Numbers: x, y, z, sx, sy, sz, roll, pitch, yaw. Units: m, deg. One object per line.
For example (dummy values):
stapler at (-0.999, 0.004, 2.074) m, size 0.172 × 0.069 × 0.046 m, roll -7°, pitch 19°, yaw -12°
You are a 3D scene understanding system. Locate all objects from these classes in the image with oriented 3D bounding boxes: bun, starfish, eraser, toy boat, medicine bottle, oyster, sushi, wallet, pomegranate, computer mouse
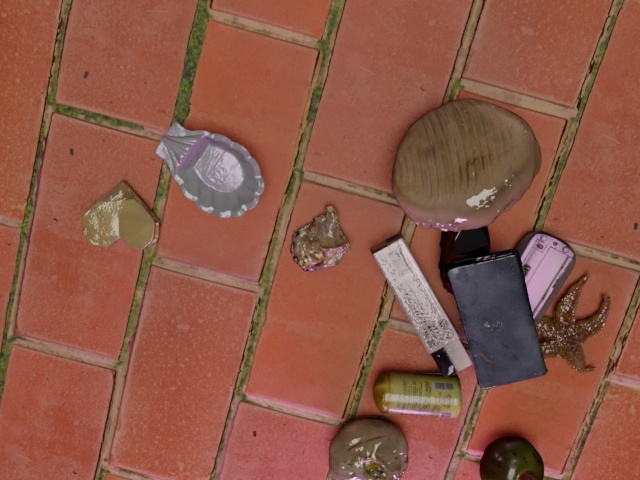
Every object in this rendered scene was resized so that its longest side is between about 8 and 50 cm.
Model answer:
bun at (0.138, 0.621, 1.904) m, size 0.239 × 0.141 × 0.239 m, roll -1°, pitch 103°, yaw -2°
starfish at (0.652, 0.246, 1.854) m, size 0.302 × 0.060 × 0.299 m, roll -8°, pitch 105°, yaw 3°
eraser at (0.274, 0.174, 1.824) m, size 0.098 × 0.096 × 0.404 m, roll -29°, pitch 102°, yaw 6°
toy boat at (-0.278, -0.187, 1.746) m, size 0.290 × 0.100 × 0.199 m, roll 37°, pitch 100°, yaw -8°
medicine bottle at (0.265, 0.426, 1.871) m, size 0.239 × 0.124 × 0.124 m, roll 4°, pitch 103°, yaw 1°
oyster at (0.000, 0.000, 1.798) m, size 0.163 × 0.081 × 0.191 m, roll 4°, pitch 99°, yaw 4°
sushi at (0.380, 0.034, 1.779) m, size 0.136 × 0.126 × 0.225 m, roll -1°, pitch 109°, yaw 0°
wallet at (0.459, 0.207, 1.751) m, size 0.191 × 0.046 × 0.379 m, roll -16°, pitch 110°, yaw 9°
bun at (0.349, -0.178, 1.664) m, size 0.362 × 0.234 × 0.326 m, roll -37°, pitch 67°, yaw 2°
pomegranate at (0.543, 0.645, 1.871) m, size 0.180 × 0.210 × 0.180 m, roll -4°, pitch 104°, yaw -14°
computer mouse at (0.553, 0.124, 1.809) m, size 0.158 × 0.072 × 0.310 m, roll 30°, pitch 102°, yaw 10°

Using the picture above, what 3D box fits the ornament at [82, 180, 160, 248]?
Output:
ornament at (-0.533, -0.070, 1.801) m, size 0.201 × 0.059 × 0.180 m, roll 4°, pitch 100°, yaw 2°
